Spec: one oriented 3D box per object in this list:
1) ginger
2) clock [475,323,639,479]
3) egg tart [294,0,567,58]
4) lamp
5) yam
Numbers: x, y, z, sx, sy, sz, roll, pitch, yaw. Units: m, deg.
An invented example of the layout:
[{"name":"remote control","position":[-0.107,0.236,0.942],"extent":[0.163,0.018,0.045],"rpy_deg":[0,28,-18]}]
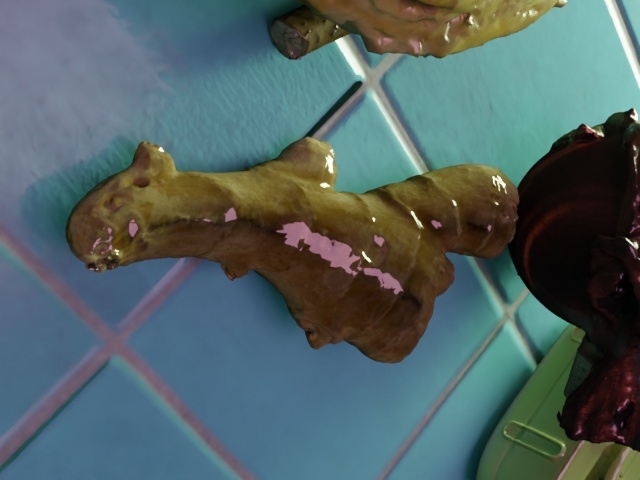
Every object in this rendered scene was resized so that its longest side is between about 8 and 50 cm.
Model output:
[{"name":"ginger","position":[0.000,0.000,0.549],"extent":[0.334,0.081,0.148],"rpy_deg":[9,93,-32]},{"name":"clock","position":[0.286,0.221,0.788],"extent":[0.235,0.096,0.308],"rpy_deg":[-51,124,-17]},{"name":"egg tart","position":[0.041,-0.269,0.483],"extent":[0.352,0.150,0.352],"rpy_deg":[-4,96,-37]},{"name":"lamp","position":[0.212,0.018,0.649],"extent":[0.223,0.151,0.215],"rpy_deg":[-58,153,-45]},{"name":"yam","position":[0.031,-0.160,0.570],"extent":[0.145,0.032,0.032],"rpy_deg":[-30,115,-28]}]
